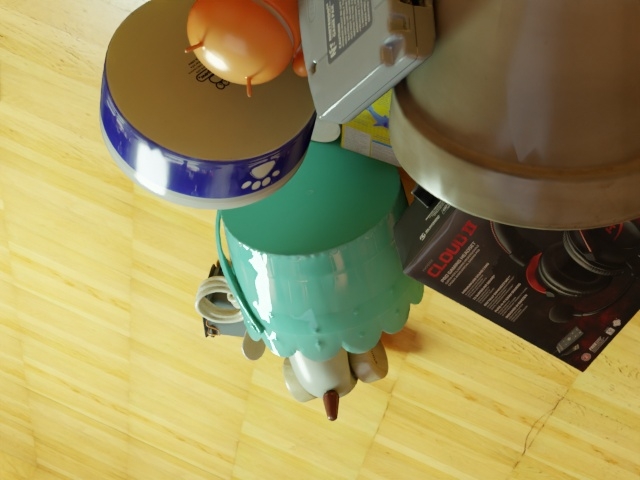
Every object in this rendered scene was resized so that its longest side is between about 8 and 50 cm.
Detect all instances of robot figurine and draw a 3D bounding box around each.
[{"bbox_3d":[-0.069,-0.265,1.641,0.128,0.219,0.158,11,147,26],"label":"robot figurine"}]

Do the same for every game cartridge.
[{"bbox_3d":[0.038,-0.278,1.491,0.060,0.294,0.196,7,160,-29],"label":"game cartridge"}]

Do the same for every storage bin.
[{"bbox_3d":[-0.142,0.114,2.441,0.091,0.098,0.135,10,148,8],"label":"storage bin"}]

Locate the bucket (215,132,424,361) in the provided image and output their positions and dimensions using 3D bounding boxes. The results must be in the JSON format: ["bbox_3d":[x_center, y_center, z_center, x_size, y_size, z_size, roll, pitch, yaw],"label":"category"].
[{"bbox_3d":[0.000,0.000,1.964,0.281,0.281,0.183,12,137,25],"label":"bucket"}]

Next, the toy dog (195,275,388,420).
[{"bbox_3d":[-0.032,0.157,2.312,0.334,0.161,0.220,36,121,-22],"label":"toy dog"}]

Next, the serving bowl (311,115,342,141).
[{"bbox_3d":[-0.007,-0.167,1.943,0.083,0.027,0.083,19,150,12],"label":"serving bowl"}]

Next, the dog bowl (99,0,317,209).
[{"bbox_3d":[-0.134,-0.174,1.792,0.265,0.265,0.104,24,148,4],"label":"dog bowl"}]

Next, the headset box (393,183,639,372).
[{"bbox_3d":[0.239,-0.015,1.660,0.293,0.110,0.218,30,114,-20],"label":"headset box"}]

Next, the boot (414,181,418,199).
[{"bbox_3d":[0.247,-0.110,1.721,0.269,0.089,0.236,-1,120,-3],"label":"boot"}]

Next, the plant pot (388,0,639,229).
[{"bbox_3d":[0.233,-0.216,1.438,0.323,0.323,0.280,17,132,17],"label":"plant pot"}]

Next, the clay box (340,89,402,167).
[{"bbox_3d":[0.095,-0.177,1.818,0.127,0.053,0.222,19,148,9],"label":"clay box"}]
